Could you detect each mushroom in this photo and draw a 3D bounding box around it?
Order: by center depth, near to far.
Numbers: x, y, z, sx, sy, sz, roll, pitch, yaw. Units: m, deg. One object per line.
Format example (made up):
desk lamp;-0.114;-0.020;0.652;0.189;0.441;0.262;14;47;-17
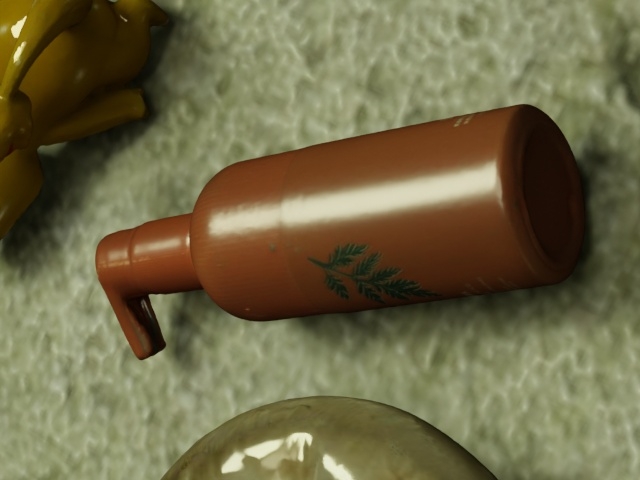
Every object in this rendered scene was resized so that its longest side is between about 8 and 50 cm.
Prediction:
mushroom;-0.016;0.167;0.786;0.207;0.215;0.207;-2;86;33

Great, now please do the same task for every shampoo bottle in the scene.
shampoo bottle;0.000;-0.002;0.896;0.244;0.085;0.085;-12;73;32

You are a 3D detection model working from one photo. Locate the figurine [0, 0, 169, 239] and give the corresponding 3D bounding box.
figurine;-0.159;-0.064;0.987;0.121;0.122;0.176;30;107;-4
